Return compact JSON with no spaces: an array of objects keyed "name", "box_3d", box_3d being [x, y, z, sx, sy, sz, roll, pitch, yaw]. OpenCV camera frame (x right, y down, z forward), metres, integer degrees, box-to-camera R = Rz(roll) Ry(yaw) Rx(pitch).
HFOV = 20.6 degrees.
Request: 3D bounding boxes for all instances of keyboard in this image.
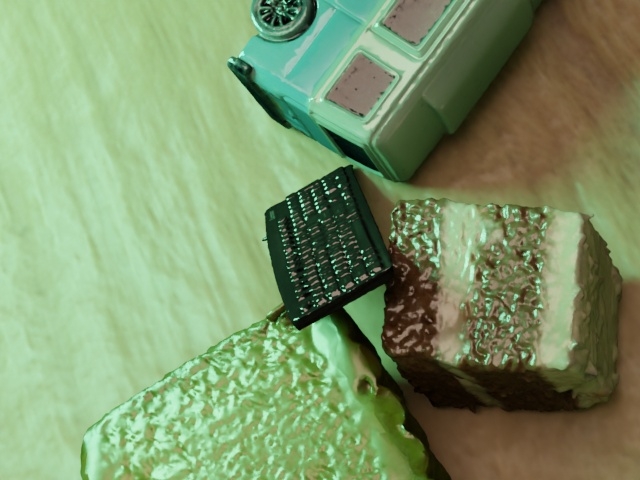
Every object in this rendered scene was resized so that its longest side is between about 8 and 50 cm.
[{"name":"keyboard","box_3d":[0.000,0.000,1.276,0.087,0.017,0.250,-28,19,4]}]

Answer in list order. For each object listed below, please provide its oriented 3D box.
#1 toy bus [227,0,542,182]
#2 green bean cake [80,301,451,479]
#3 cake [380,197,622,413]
[{"name":"toy bus","box_3d":[0.076,-0.188,1.354,0.165,0.133,0.271,35,86,22]},{"name":"green bean cake","box_3d":[-0.027,0.190,1.244,0.236,0.124,0.233,-30,62,5]},{"name":"cake","box_3d":[0.131,0.045,1.239,0.147,0.135,0.134,-5,69,22]}]
